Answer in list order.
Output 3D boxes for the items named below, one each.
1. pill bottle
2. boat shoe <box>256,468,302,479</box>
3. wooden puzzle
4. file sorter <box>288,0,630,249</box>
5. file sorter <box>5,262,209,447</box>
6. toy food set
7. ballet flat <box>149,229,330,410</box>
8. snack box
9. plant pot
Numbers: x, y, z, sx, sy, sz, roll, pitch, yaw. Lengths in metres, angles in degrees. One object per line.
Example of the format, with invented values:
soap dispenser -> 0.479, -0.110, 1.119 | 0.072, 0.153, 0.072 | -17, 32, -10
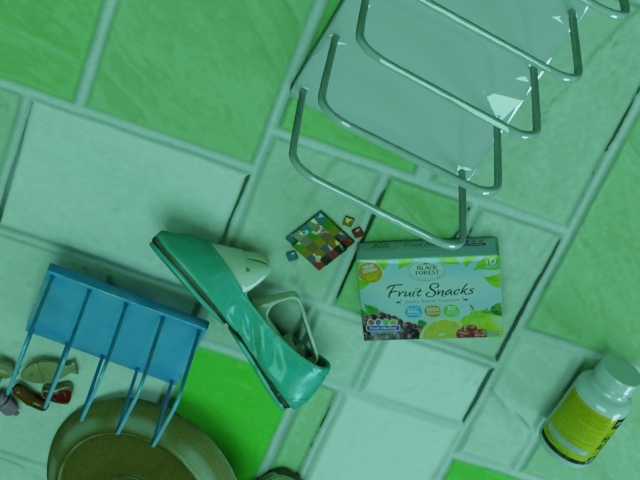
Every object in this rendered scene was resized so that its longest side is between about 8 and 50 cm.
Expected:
pill bottle -> 0.280, 0.174, 1.618 | 0.065, 0.065, 0.116 | 24, 122, -10
boat shoe -> -0.094, 0.329, 1.744 | 0.068, 0.072, 0.190 | 35, 119, -16
wooden puzzle -> 0.000, 0.000, 1.566 | 0.083, 0.006, 0.049 | -38, 112, 25
file sorter -> 0.113, -0.159, 1.359 | 0.193, 0.173, 0.277 | 26, 121, -11
file sorter -> -0.219, 0.122, 1.588 | 0.170, 0.104, 0.118 | 21, 141, -9
toy food set -> -0.319, 0.157, 1.689 | 0.122, 0.019, 0.078 | -2, 123, -3
ballet flat -> -0.071, 0.063, 1.581 | 0.087, 0.083, 0.247 | -38, 115, -2
snack box -> 0.110, 0.049, 1.570 | 0.141, 0.037, 0.100 | -3, 121, 7
plant pot -> -0.198, 0.282, 1.706 | 0.236, 0.032, 0.236 | 7, 113, 18
